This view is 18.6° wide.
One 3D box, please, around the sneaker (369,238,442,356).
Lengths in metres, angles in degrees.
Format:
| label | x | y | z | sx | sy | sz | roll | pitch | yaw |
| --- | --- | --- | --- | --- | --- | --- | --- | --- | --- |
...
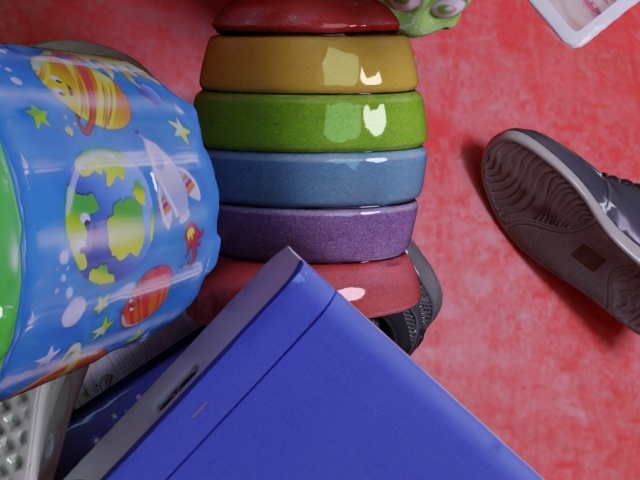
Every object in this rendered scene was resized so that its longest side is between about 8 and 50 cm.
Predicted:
| label | x | y | z | sx | sy | sz | roll | pitch | yaw |
| --- | --- | --- | --- | --- | --- | --- | --- | --- | --- |
| sneaker | 0.000 | 0.000 | 1.389 | 0.227 | 0.087 | 0.130 | 57 | 27 | -16 |

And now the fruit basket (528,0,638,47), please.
| label | x | y | z | sx | sy | sz | roll | pitch | yaw |
| --- | --- | --- | --- | --- | --- | --- | --- | --- | --- |
| fruit basket | 0.167 | -0.328 | 1.218 | 0.353 | 0.165 | 0.327 | -37 | 87 | -24 |

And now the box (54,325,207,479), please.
| label | x | y | z | sx | sy | sz | roll | pitch | yaw |
| --- | --- | --- | --- | --- | --- | --- | --- | --- | --- |
| box | -0.110 | 0.158 | 1.306 | 0.225 | 0.036 | 0.136 | -33 | 101 | -21 |

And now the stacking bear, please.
| label | x | y | z | sx | sy | sz | roll | pitch | yaw |
| --- | --- | --- | --- | --- | --- | --- | --- | --- | --- |
| stacking bear | -0.013 | -0.102 | 1.250 | 0.164 | 0.175 | 0.289 | -2 | 98 | -13 |

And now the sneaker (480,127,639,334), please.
| label | x | y | z | sx | sy | sz | roll | pitch | yaw |
| --- | --- | --- | --- | --- | --- | --- | --- | --- | --- |
| sneaker | 0.224 | -0.026 | 1.587 | 0.222 | 0.083 | 0.118 | 44 | 41 | -12 |

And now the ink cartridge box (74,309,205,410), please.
| label | x | y | z | sx | sy | sz | roll | pitch | yaw |
| --- | --- | --- | --- | --- | --- | --- | --- | --- | --- |
| ink cartridge box | -0.117 | 0.090 | 1.350 | 0.179 | 0.045 | 0.145 | -32 | 100 | -17 |

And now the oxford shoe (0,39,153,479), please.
| label | x | y | z | sx | sy | sz | roll | pitch | yaw |
| --- | --- | --- | --- | --- | --- | --- | --- | --- | --- |
| oxford shoe | -0.210 | 0.057 | 1.237 | 0.169 | 0.130 | 0.449 | 16 | 56 | -3 |

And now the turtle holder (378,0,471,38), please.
| label | x | y | z | sx | sy | sz | roll | pitch | yaw |
| --- | --- | --- | --- | --- | --- | --- | --- | --- | --- |
| turtle holder | -0.024 | -0.301 | 1.363 | 0.243 | 0.227 | 0.320 | 4 | 78 | -34 |

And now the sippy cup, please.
| label | x | y | z | sx | sy | sz | roll | pitch | yaw |
| --- | --- | --- | --- | --- | --- | --- | --- | --- | --- |
| sippy cup | -0.183 | -0.013 | 1.071 | 0.224 | 0.240 | 0.305 | -11 | 129 | -50 |

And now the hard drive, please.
| label | x | y | z | sx | sy | sz | roll | pitch | yaw |
| --- | --- | --- | --- | --- | --- | --- | --- | --- | --- |
| hard drive | 0.015 | 0.177 | 1.220 | 0.210 | 0.040 | 0.319 | -47 | 120 | 1 |
